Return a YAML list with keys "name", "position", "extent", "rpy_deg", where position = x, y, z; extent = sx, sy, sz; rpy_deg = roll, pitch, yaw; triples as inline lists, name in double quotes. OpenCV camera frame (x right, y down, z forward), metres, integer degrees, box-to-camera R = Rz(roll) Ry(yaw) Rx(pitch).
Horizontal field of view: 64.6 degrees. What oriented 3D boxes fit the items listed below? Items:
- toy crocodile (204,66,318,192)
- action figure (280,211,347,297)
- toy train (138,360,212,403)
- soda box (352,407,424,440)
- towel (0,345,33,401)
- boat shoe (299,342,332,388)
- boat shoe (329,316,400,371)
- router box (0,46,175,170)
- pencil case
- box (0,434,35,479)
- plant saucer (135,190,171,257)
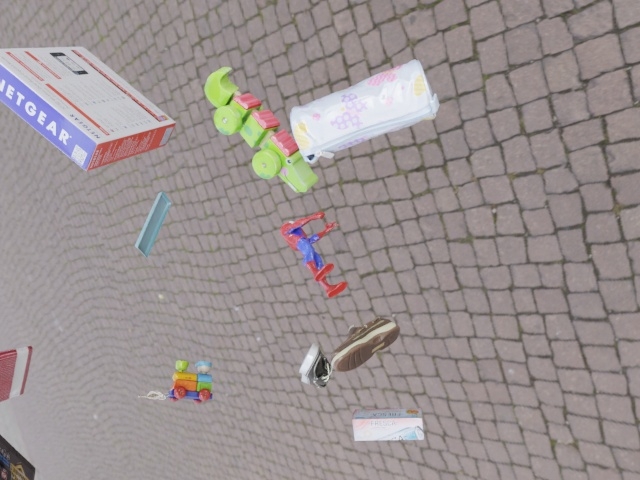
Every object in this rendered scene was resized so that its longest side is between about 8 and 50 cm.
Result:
- name: "toy crocodile"
  position: [-0.133, -0.249, 1.162]
  extent: [0.341, 0.115, 0.105]
  rpy_deg: [48, 130, 2]
- name: "action figure"
  position: [0.000, 0.000, 1.126]
  extent: [0.092, 0.139, 0.280]
  rpy_deg: [56, 173, -34]
- name: "toy train"
  position: [-0.503, 0.490, 1.788]
  extent: [0.105, 0.247, 0.144]
  rpy_deg: [-38, 44, 53]
- name: "soda box"
  position: [0.177, 0.481, 1.324]
  extent: [0.182, 0.058, 0.063]
  rpy_deg: [-5, 98, 12]
- name: "towel"
  position: [-0.889, 0.359, 1.220]
  extent: [0.037, 0.328, 0.237]
  rpy_deg: [54, 131, 24]
- name: "boat shoe"
  position: [-0.004, 0.311, 1.237]
  extent: [0.070, 0.078, 0.219]
  rpy_deg: [24, 156, 12]
- name: "boat shoe"
  position: [0.110, 0.290, 1.449]
  extent: [0.095, 0.257, 0.095]
  rpy_deg: [36, 128, 36]
- name: "router box"
  position: [-0.579, -0.338, 1.238]
  extent: [0.335, 0.301, 0.082]
  rpy_deg: [40, 119, 2]
- name: "pencil case"
  position: [0.078, -0.238, 0.949]
  extent: [0.272, 0.124, 0.114]
  rpy_deg: [-20, 127, 11]
- name: "box"
  position: [-0.745, 0.573, 1.110]
  extent: [0.293, 0.073, 0.296]
  rpy_deg: [-121, 15, -51]
- name: "plant saucer"
  position: [-0.486, -0.048, 1.471]
  extent: [0.018, 0.192, 0.067]
  rpy_deg: [7, 153, 13]
